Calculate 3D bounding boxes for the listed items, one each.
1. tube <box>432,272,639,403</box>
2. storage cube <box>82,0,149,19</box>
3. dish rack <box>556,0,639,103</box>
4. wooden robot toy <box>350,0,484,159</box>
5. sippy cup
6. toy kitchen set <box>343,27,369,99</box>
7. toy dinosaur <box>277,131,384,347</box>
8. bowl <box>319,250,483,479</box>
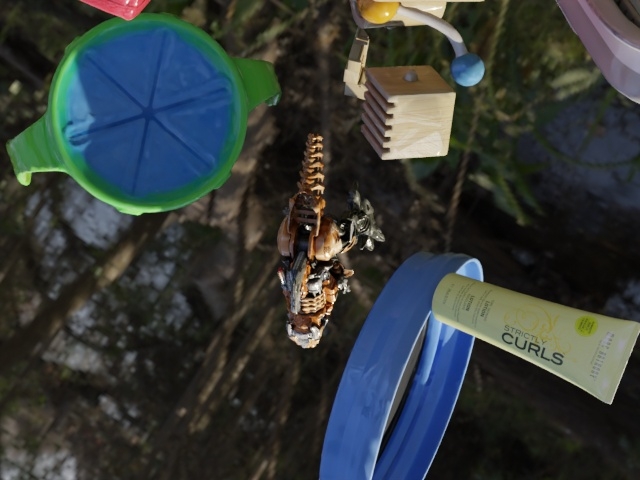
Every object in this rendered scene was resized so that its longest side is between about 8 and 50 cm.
[{"bbox_3d":[0.237,0.097,1.297,0.240,0.062,0.070,21,127,37],"label":"tube"},{"bbox_3d":[-0.120,-0.257,0.560,0.214,0.184,0.193,24,123,-3],"label":"storage cube"},{"bbox_3d":[0.282,-0.160,0.684,0.332,0.286,0.072,-3,134,-10],"label":"dish rack"},{"bbox_3d":[0.017,-0.105,0.398,0.173,0.079,0.076,100,158,-46],"label":"wooden robot toy"},{"bbox_3d":[-0.217,-0.149,1.439,0.305,0.240,0.224,17,178,-10],"label":"sippy cup"},{"bbox_3d":[0.074,-0.229,1.487,0.075,0.068,0.083,14,157,3],"label":"toy kitchen set"},{"bbox_3d":[0.000,0.000,1.799,0.164,0.322,0.218,26,-153,7],"label":"toy dinosaur"},{"bbox_3d":[0.108,0.198,1.515,0.077,0.391,0.391,18,161,19],"label":"bowl"}]
